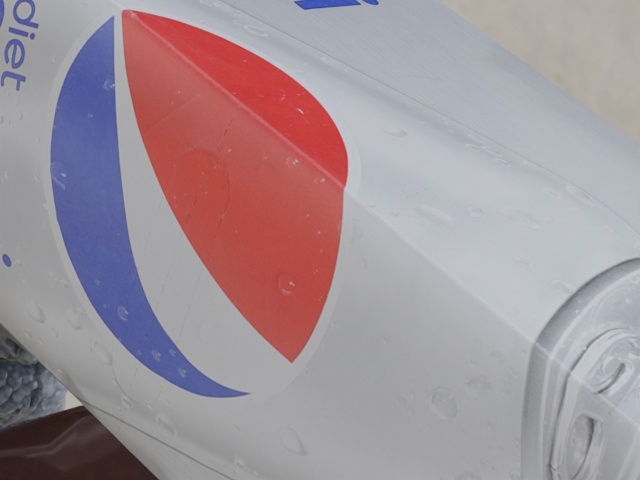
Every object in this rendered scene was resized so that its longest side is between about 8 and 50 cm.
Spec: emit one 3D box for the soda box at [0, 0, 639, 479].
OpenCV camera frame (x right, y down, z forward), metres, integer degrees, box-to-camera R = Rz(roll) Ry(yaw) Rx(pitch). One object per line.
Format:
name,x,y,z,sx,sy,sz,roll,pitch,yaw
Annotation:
soda box,0.000,0.000,0.407,0.286,0.091,0.098,41,35,28

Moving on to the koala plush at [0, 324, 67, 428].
koala plush,-0.139,-0.039,0.684,0.221,0.196,0.203,-65,154,-54

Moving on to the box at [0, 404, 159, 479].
box,0.008,0.228,0.451,0.143,0.191,0.381,-12,43,-35
